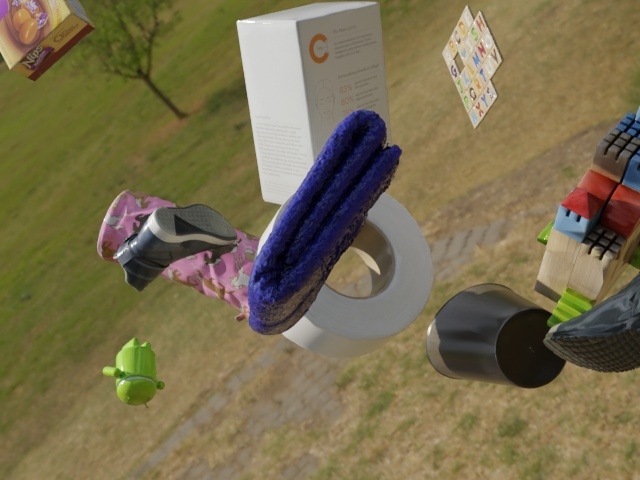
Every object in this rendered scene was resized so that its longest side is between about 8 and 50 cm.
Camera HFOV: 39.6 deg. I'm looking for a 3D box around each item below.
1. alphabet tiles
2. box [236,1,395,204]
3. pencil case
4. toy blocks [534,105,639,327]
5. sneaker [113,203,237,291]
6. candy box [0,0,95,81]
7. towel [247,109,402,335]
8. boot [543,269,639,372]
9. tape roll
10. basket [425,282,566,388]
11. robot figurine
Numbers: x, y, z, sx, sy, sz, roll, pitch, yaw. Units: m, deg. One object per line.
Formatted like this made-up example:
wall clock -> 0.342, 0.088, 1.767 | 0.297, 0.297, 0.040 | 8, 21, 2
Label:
alphabet tiles -> 0.327, -0.372, 1.886 | 0.009, 0.198, 0.237 | -16, -15, -12
box -> -0.002, -0.255, 1.665 | 0.168, 0.346, 0.215 | 14, 29, 43
pencil case -> -0.250, 0.030, 1.770 | 0.160, 0.385, 0.167 | 38, -104, -78
toy blocks -> 0.459, -0.069, 1.348 | 0.190, 0.261, 0.381 | 31, 55, 25
sneaker -> -0.264, 0.015, 1.592 | 0.163, 0.086, 0.226 | -45, -24, 23
candy box -> -0.373, -0.307, 1.117 | 0.109, 0.187, 0.053 | -37, -19, 12
towel -> 0.000, 0.000, 0.990 | 0.228, 0.076, 0.308 | -60, -3, -12
boot -> 0.388, 0.065, 1.073 | 0.246, 0.083, 0.161 | -27, 31, 57
tape roll -> 0.037, 0.043, 1.455 | 0.286, 0.286, 0.100 | -51, -1, -31
basket -> 0.302, 0.166, 1.488 | 0.204, 0.154, 0.227 | -35, 8, -9
robot figurine -> -0.304, 0.222, 1.474 | 0.067, 0.101, 0.115 | -36, 47, 30
